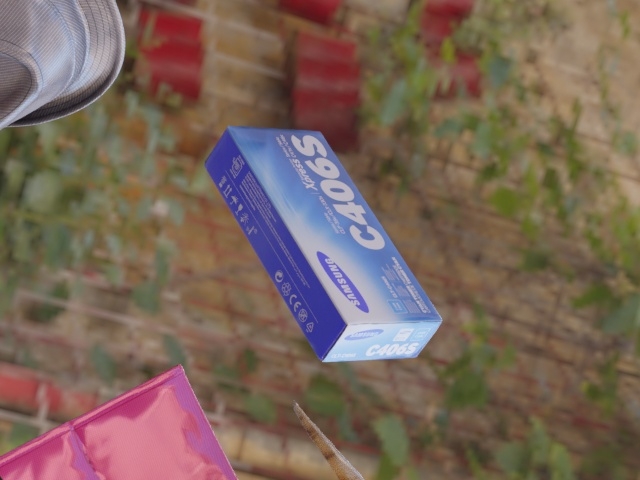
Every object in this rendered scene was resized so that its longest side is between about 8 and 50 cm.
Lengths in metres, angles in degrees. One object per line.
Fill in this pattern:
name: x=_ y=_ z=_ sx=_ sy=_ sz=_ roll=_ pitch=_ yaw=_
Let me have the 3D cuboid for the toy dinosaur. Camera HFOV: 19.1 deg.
toy dinosaur: x=0.039 y=0.212 z=1.267 sx=0.064 sy=0.112 sz=0.211 roll=-76 pitch=165 yaw=-59

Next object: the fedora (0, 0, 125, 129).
fedora: x=-0.351 y=-0.193 z=1.948 sx=0.124 sy=0.275 sz=0.243 roll=-72 pitch=158 yaw=-49

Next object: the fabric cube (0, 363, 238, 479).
fabric cube: x=-0.217 y=0.302 z=1.767 sx=0.258 sy=0.259 sz=0.254 roll=63 pitch=-30 yaw=1

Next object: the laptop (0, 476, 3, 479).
laptop: x=-0.244 y=0.386 z=1.242 sx=0.408 sy=0.236 sz=0.382 roll=81 pitch=-4 yaw=-76

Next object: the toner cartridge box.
toner cartridge box: x=0.000 y=0.000 z=2.437 sx=0.075 sy=0.165 sz=0.348 roll=-56 pitch=-129 yaw=34
